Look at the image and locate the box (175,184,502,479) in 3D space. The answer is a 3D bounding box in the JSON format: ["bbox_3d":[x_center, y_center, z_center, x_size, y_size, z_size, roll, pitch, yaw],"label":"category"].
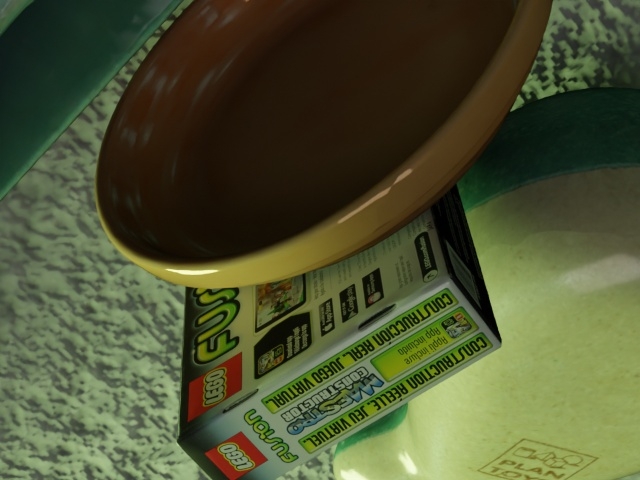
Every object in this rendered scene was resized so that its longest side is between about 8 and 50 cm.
[{"bbox_3d":[0.000,0.000,0.551,0.114,0.207,0.036,-32,117,15],"label":"box"}]

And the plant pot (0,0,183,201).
[{"bbox_3d":[-0.210,-0.109,0.469,0.252,0.248,0.247,44,109,-4],"label":"plant pot"}]

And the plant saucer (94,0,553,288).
[{"bbox_3d":[0.002,-0.059,0.527,0.200,0.200,0.037,-31,127,14],"label":"plant saucer"}]

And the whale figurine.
[{"bbox_3d":[0.103,0.037,0.640,0.216,0.141,0.272,15,141,-17],"label":"whale figurine"}]
